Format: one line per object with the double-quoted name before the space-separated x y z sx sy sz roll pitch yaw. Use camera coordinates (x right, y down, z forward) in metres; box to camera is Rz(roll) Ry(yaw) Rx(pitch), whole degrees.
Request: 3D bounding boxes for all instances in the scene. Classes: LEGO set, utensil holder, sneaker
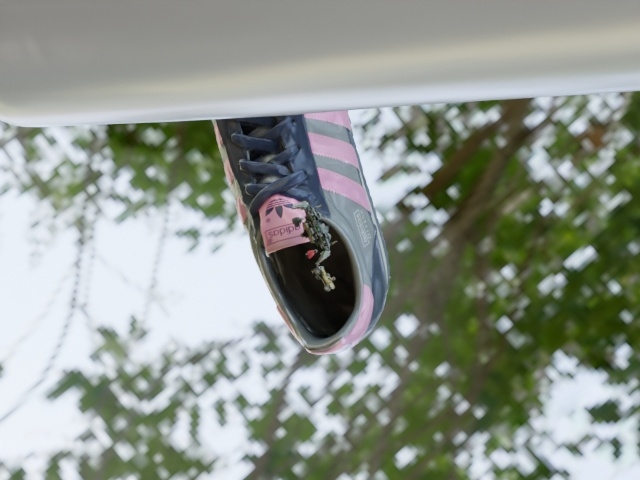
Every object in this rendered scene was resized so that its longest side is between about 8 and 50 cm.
"LEGO set" -0.001 -0.001 1.416 0.054 0.023 0.083 59 -9 31
"utensil holder" 0.042 -0.214 0.791 0.386 0.327 0.327 -4 -45 9
"sneaker" -0.025 -0.057 1.495 0.131 0.112 0.319 -66 135 -68
